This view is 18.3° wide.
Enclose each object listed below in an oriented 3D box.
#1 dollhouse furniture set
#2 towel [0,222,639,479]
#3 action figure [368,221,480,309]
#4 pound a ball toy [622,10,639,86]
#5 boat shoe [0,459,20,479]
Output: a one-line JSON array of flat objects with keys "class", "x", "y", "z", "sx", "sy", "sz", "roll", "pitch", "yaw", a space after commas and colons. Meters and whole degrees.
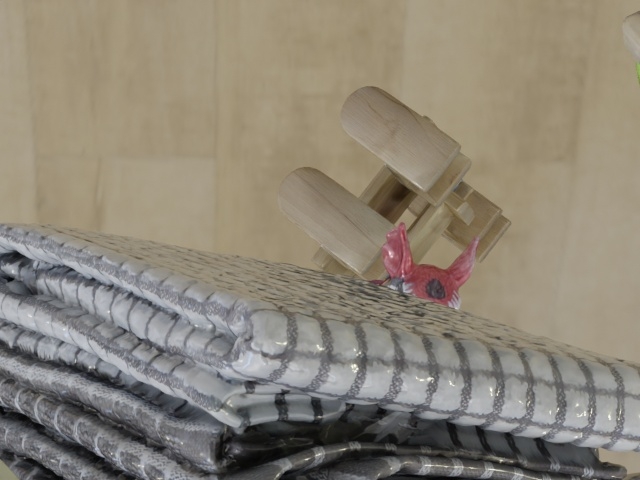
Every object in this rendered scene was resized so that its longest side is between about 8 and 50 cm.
[{"class": "dollhouse furniture set", "x": 0.000, "y": 0.000, "z": 1.521, "sx": 0.242, "sy": 0.161, "sz": 0.212, "roll": -52, "pitch": 158, "yaw": -2}, {"class": "towel", "x": -0.016, "y": 0.077, "z": 0.886, "sx": 0.235, "sy": 0.284, "sz": 0.121, "roll": 10, "pitch": 93, "yaw": -37}, {"class": "action figure", "x": 0.018, "y": 0.143, "z": 1.261, "sx": 0.248, "sy": 0.276, "sz": 0.370, "roll": 33, "pitch": 113, "yaw": 10}, {"class": "pound a ball toy", "x": 0.210, "y": -0.058, "z": 0.601, "sx": 0.319, "sy": 0.136, "sz": 0.208, "roll": -10, "pitch": 106, "yaw": 2}, {"class": "boat shoe", "x": -0.043, "y": 0.241, "z": 0.476, "sx": 0.500, "sy": 0.156, "sz": 0.187, "roll": 46, "pitch": 130, "yaw": 20}]
